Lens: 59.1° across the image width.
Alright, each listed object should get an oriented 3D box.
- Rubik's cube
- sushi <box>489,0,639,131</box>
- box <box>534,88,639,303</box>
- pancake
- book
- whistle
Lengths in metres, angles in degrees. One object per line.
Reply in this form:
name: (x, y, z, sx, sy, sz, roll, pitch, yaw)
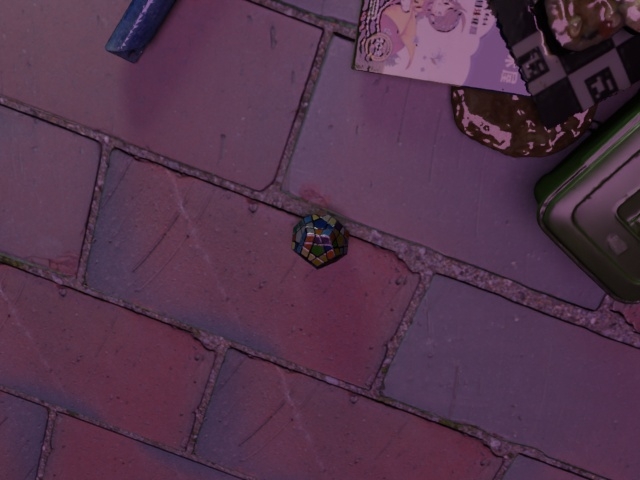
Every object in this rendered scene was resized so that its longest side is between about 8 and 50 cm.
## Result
Rubik's cube: (0.000, 0.000, 1.049, 0.111, 0.111, 0.093, 38, 82, -7)
sushi: (0.461, -0.372, 0.817, 0.373, 0.100, 0.296, -28, 105, 5)
box: (0.524, -0.092, 0.910, 0.253, 0.178, 0.328, 42, 108, -11)
pancake: (0.339, -0.246, 0.943, 0.236, 0.042, 0.222, -10, 105, 11)
book: (0.222, -0.365, 0.905, 0.322, 0.018, 0.228, 10, 106, 8)
whistle: (-0.258, -0.429, 0.940, 0.062, 0.062, 0.304, 39, 110, -8)
